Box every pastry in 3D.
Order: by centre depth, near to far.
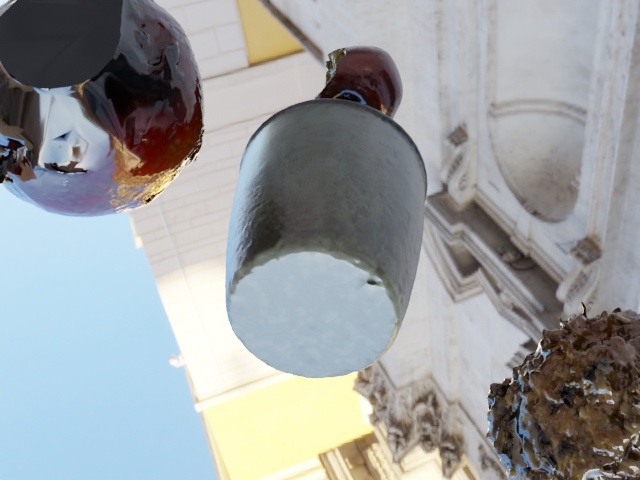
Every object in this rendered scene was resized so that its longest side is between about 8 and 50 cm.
[{"bbox_3d":[0.281,0.195,0.781,0.193,0.275,0.275,3,-139,26],"label":"pastry"}]

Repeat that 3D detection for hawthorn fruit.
[{"bbox_3d":[-0.277,-0.177,0.893,0.316,0.316,0.316,-6,-140,5],"label":"hawthorn fruit"}]

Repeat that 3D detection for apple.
[{"bbox_3d":[0.066,-0.249,1.224,0.147,0.156,0.158,-3,-148,15],"label":"apple"}]

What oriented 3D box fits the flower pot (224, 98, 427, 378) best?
[{"bbox_3d":[0.000,0.000,1.014,0.293,0.293,0.330,-2,-147,10],"label":"flower pot"}]
